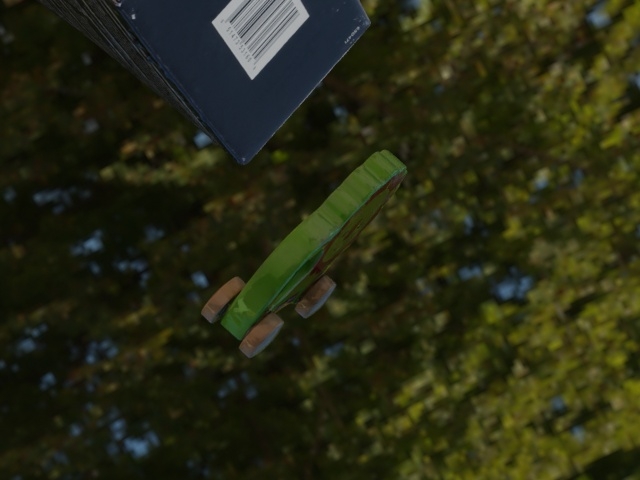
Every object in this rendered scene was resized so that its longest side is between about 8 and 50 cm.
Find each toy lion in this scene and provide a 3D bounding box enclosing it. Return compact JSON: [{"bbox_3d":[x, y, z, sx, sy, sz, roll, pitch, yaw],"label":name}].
[{"bbox_3d":[0.000,0.000,0.744,0.096,0.034,0.100,-51,172,27],"label":"toy lion"}]

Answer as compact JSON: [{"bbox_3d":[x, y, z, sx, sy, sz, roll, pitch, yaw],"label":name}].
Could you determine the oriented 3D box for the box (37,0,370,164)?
[{"bbox_3d":[-0.149,-0.259,1.329,0.182,0.294,0.296,-49,155,-6],"label":"box"}]
